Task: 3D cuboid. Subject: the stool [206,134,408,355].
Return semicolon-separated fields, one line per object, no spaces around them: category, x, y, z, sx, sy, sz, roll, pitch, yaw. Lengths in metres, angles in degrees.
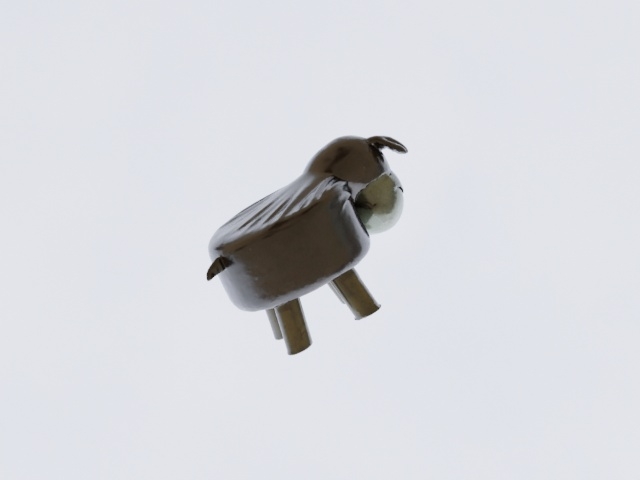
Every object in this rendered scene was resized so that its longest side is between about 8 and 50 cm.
stool;0.000;0.000;1.574;0.217;0.121;0.125;-39;-164;-33
